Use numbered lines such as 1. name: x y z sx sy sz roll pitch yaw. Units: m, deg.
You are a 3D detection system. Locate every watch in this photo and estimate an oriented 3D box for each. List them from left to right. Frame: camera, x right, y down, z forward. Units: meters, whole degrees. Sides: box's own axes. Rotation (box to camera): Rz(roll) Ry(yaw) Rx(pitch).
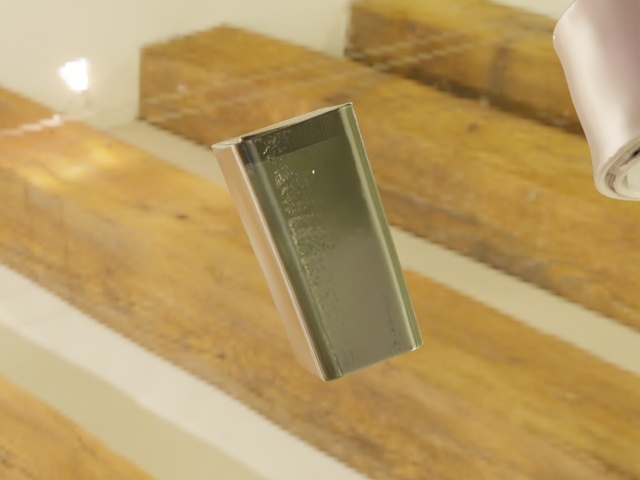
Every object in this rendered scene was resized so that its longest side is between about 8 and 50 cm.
1. watch: 0.281 -0.094 0.902 0.244 0.231 0.196 -4 -111 -31

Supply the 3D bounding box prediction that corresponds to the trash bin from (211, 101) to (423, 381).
1. trash bin: 0.000 0.000 1.433 0.122 0.240 0.164 -20 -175 -10
